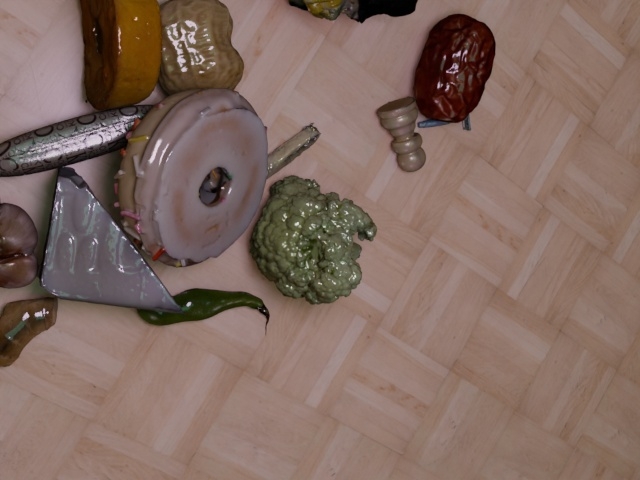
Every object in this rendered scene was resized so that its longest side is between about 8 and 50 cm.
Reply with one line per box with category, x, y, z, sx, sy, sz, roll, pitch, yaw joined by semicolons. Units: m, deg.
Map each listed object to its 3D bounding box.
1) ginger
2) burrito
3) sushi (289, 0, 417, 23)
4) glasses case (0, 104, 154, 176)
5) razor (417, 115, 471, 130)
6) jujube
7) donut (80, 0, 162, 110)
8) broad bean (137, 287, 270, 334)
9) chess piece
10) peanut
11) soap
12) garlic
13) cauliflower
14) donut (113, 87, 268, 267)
ginger;-0.609;0.180;1.647;0.190;0.069;0.095;-49;134;-10
burrito;-0.075;-0.196;1.837;0.186;0.041;0.045;-37;68;-13
sushi;0.025;-0.584;1.688;0.285;0.328;0.328;-30;122;-2
glasses case;-0.480;-0.198;1.609;0.355;0.137;0.085;-20;99;-21
razor;0.300;-0.291;1.985;0.135;0.040;0.068;-12;102;-16
jujube;0.311;-0.401;1.903;0.174;0.174;0.250;11;98;-24
donut;-0.386;-0.386;1.560;0.109;0.278;0.277;-5;100;-31
broad bean;-0.251;0.153;1.803;0.318;0.056;0.098;9;94;-26
chess piece;0.203;-0.244;1.923;0.094;0.094;0.170;-29;111;-17
peanut;-0.260;-0.387;1.692;0.197;0.110;0.232;-22;104;-19
soap;-0.406;-0.001;1.641;0.303;0.159;0.257;10;91;-16
garlic;-0.623;-0.007;1.561;0.160;0.191;0.213;1;90;-34
cauliflower;-0.001;-0.009;1.781;0.281;0.260;0.326;-9;63;-40
donut;-0.258;-0.129;1.637;0.383;0.143;0.382;-38;139;-43
